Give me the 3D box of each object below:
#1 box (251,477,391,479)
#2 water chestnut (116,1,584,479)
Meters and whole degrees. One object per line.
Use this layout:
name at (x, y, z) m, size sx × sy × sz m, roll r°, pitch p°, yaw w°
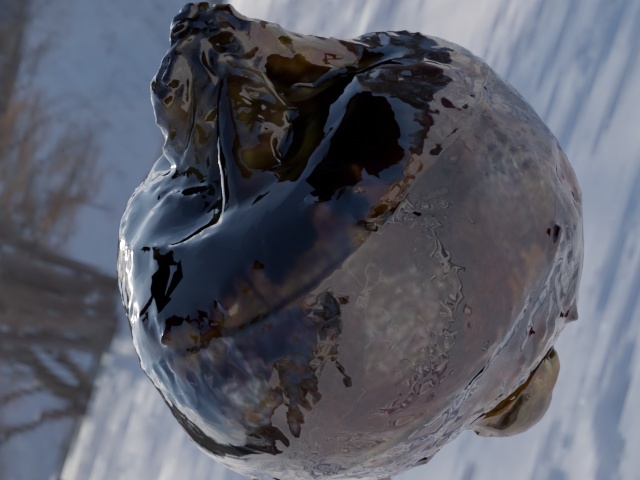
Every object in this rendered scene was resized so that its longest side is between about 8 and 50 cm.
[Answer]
box at (-0.003, 0.125, 1.027) m, size 0.035 × 0.079 × 0.083 m, roll 133°, pitch 124°, yaw -85°
water chestnut at (0.000, 0.000, 0.803) m, size 0.224 × 0.238 × 0.223 m, roll -32°, pitch 23°, yaw 16°
